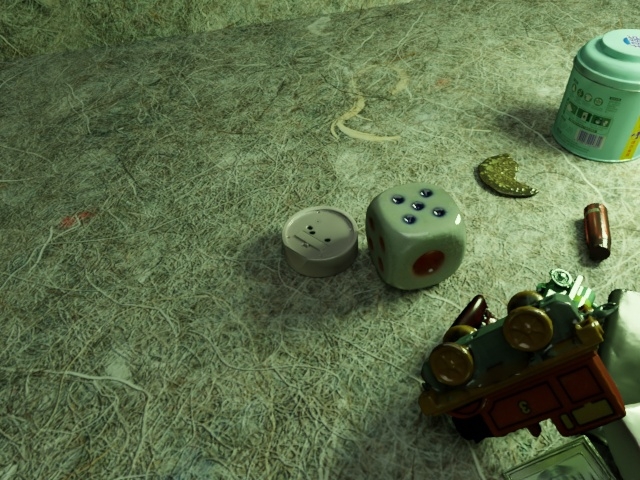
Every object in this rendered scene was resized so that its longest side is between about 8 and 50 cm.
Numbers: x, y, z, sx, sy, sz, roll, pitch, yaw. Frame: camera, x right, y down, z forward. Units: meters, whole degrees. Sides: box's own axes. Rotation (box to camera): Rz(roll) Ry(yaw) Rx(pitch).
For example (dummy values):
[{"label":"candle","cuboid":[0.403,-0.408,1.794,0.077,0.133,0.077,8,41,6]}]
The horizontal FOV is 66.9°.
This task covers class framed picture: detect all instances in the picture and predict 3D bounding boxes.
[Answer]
[{"label":"framed picture","cuboid":[0.436,0.458,0.791,0.172,0.010,0.231,-21,47,-6]}]

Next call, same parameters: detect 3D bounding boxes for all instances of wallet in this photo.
[{"label":"wallet","cuboid":[0.642,0.265,0.946,0.197,0.051,0.378,21,54,23]}]

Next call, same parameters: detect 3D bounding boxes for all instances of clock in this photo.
[{"label":"clock","cuboid":[0.000,0.000,1.250,0.196,0.068,0.197,-3,46,3]}]

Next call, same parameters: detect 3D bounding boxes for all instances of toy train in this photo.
[{"label":"toy train","cuboid":[0.527,0.151,1.053,0.132,0.083,0.200,33,56,18]},{"label":"toy train","cuboid":[0.354,0.228,0.845,0.369,0.163,0.232,-34,79,24]}]

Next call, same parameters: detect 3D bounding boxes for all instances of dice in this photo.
[{"label":"dice","cuboid":[0.221,-0.010,1.153,0.193,0.193,0.192,-15,45,-8]}]

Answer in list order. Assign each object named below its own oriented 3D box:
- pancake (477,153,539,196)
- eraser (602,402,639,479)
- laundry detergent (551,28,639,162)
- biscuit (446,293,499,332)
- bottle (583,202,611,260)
[{"label":"pancake","cuboid":[0.557,-0.195,1.425,0.184,0.020,0.191,17,51,21]},{"label":"eraser","cuboid":[0.632,0.344,0.793,0.269,0.095,0.174,-7,55,-6]},{"label":"laundry detergent","cuboid":[0.876,-0.437,1.432,0.286,0.305,0.288,-2,46,2]},{"label":"biscuit","cuboid":[0.378,0.231,0.992,0.235,0.063,0.151,38,60,26]},{"label":"bottle","cuboid":[0.698,-0.020,1.217,0.060,0.060,0.164,10,48,14]}]
